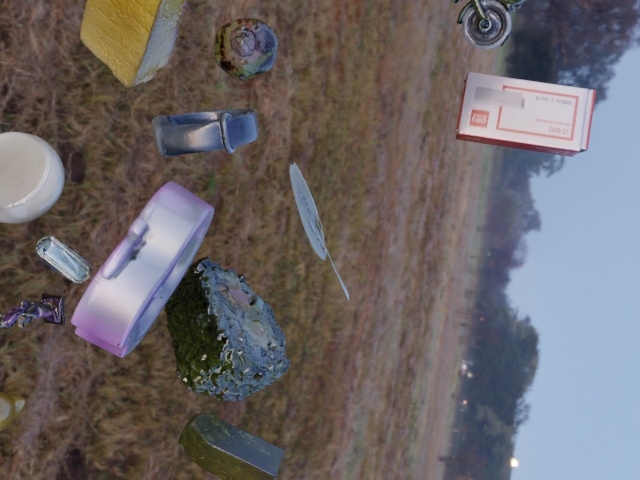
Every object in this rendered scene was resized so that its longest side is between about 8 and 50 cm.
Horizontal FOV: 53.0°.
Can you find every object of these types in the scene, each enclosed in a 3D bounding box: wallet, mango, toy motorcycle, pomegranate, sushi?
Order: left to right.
[{"bbox_3d":[-0.901,0.464,1.693,0.177,0.120,0.295,-39,157,-1],"label":"mango"},{"bbox_3d":[-0.624,0.048,1.557,0.059,0.141,0.202,-54,-164,-17],"label":"wallet"},{"bbox_3d":[-0.238,0.240,1.677,0.294,0.178,0.352,24,33,-49],"label":"sushi"},{"bbox_3d":[-0.159,-0.415,1.347,0.163,0.138,0.125,88,-4,-68],"label":"pomegranate"},{"bbox_3d":[0.313,-0.435,0.996,0.275,0.127,0.205,-51,177,25],"label":"toy motorcycle"}]

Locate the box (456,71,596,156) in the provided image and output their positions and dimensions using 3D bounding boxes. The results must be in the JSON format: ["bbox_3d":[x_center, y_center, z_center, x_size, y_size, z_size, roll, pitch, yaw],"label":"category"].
[{"bbox_3d":[0.367,-0.227,1.159,0.050,0.229,0.122,55,46,-81],"label":"box"}]

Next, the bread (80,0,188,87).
[{"bbox_3d":[-0.370,-0.466,1.290,0.114,0.185,0.274,-35,167,-48],"label":"bread"}]

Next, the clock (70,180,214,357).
[{"bbox_3d":[-0.325,0.057,1.204,0.338,0.102,0.338,-59,-176,7],"label":"clock"}]

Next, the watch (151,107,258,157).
[{"bbox_3d":[-0.201,-0.199,1.152,0.206,0.193,0.068,-139,-140,-66],"label":"watch"}]

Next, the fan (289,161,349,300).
[{"bbox_3d":[-0.001,0.000,1.534,0.233,0.012,0.414,-91,161,-54],"label":"fan"}]

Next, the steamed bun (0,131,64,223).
[{"bbox_3d":[-0.740,-0.144,1.575,0.145,0.232,0.231,95,8,-70],"label":"steamed bun"}]

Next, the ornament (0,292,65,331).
[{"bbox_3d":[-0.755,0.189,1.610,0.203,0.081,0.088,-13,102,-53],"label":"ornament"}]

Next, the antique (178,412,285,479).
[{"bbox_3d":[-0.195,0.453,1.370,0.080,0.221,0.081,-67,-178,-62],"label":"antique"}]
